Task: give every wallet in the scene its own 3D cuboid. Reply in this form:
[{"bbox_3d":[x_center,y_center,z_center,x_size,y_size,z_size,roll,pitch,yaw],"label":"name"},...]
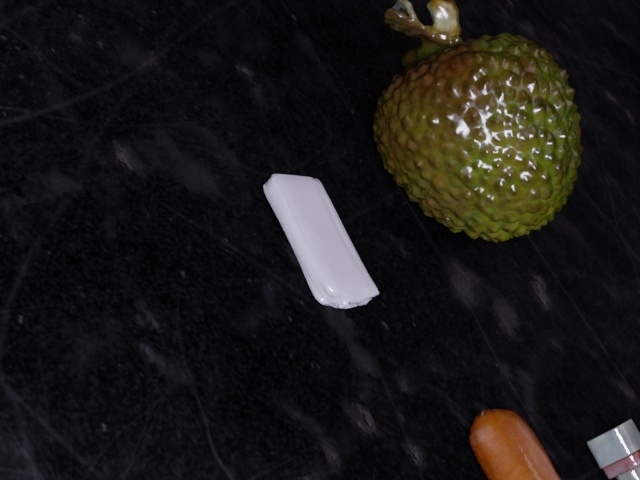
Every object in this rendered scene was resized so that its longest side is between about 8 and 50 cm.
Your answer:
[{"bbox_3d":[0.000,0.000,1.560,0.095,0.033,0.190,3,53,-44],"label":"wallet"}]

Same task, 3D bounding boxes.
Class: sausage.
[{"bbox_3d":[0.234,0.278,1.495,0.076,0.076,0.197,1,53,-47],"label":"sausage"}]

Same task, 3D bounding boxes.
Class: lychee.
[{"bbox_3d":[0.202,-0.152,1.731,0.270,0.270,0.320,13,38,-40],"label":"lychee"}]

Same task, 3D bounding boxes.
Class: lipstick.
[{"bbox_3d":[0.410,0.322,1.661,0.057,0.063,0.186,-13,72,-51],"label":"lipstick"}]
